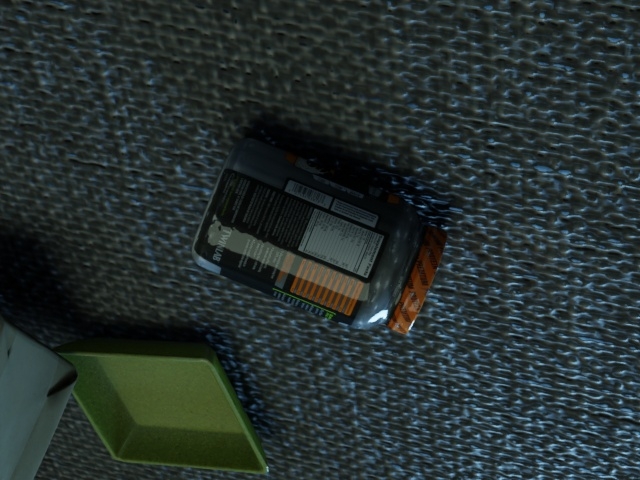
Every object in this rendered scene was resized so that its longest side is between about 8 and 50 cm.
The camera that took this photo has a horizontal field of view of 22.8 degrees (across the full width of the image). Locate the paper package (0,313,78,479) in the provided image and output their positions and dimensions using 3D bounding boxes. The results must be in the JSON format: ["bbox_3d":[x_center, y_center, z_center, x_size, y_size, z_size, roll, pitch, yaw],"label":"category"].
[{"bbox_3d":[-0.449,0.187,1.526,0.325,0.309,0.168,15,163,22],"label":"paper package"}]

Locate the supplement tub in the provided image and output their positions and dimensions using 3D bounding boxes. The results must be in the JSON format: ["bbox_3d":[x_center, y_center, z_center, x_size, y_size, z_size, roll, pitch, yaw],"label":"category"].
[{"bbox_3d":[0.000,0.000,1.304,0.190,0.117,0.117,22,142,-1],"label":"supplement tub"}]

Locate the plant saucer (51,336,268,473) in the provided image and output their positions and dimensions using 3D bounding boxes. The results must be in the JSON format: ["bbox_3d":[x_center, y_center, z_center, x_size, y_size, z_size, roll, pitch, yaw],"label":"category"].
[{"bbox_3d":[-0.157,0.160,1.622,0.188,0.045,0.188,1,138,24],"label":"plant saucer"}]
